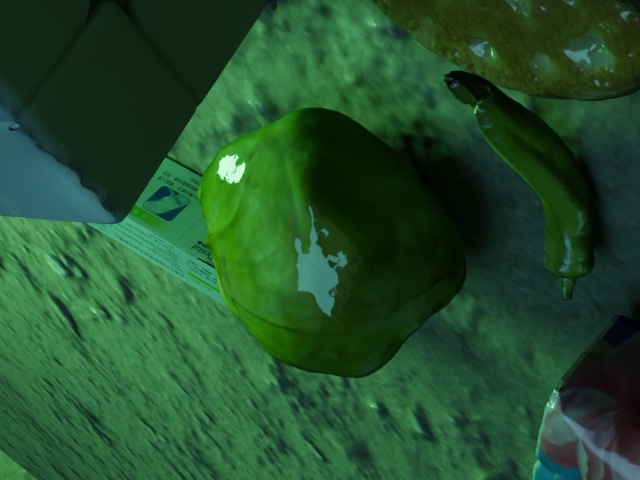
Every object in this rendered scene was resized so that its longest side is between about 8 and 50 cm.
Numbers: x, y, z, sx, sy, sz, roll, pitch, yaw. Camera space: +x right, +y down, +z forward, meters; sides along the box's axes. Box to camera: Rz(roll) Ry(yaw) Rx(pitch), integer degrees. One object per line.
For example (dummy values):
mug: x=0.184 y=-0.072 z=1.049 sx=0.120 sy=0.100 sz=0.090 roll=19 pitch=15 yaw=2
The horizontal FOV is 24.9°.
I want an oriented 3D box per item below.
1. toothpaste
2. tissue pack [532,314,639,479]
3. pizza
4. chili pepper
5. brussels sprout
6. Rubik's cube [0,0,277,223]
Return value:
toothpaste: x=-0.143 y=-0.024 z=1.342 sx=0.337 sy=0.081 sz=0.067 roll=29 pitch=151 yaw=28
tissue pack: x=0.285 y=0.199 z=1.005 sx=0.270 sy=0.137 sz=0.209 roll=31 pitch=152 yaw=24
pizza: x=0.117 y=-0.139 z=0.833 sx=0.246 sy=0.058 sz=0.127 roll=10 pitch=140 yaw=51
chili pepper: x=0.143 y=-0.045 z=0.944 sx=0.049 sy=0.043 sz=0.208 roll=-15 pitch=129 yaw=23
brussels sprout: x=0.000 y=0.000 z=1.086 sx=0.223 sy=0.161 sz=0.223 roll=26 pitch=145 yaw=20
Rubik's cube: x=-0.221 y=-0.208 z=0.867 sx=0.290 sy=0.291 sz=0.291 roll=4 pitch=146 yaw=41
